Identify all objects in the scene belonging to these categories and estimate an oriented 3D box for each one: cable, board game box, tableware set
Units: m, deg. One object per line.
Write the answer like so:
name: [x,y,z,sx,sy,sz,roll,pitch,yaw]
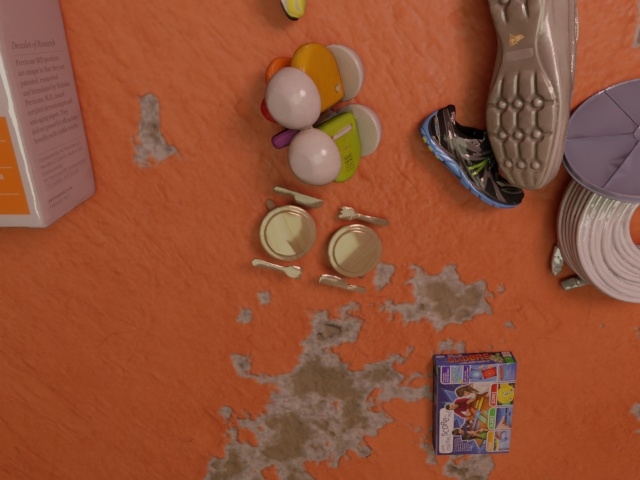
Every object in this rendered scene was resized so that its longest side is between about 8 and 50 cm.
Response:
cable: [0.476,-0.033,0.734,0.257,0.089,0.257,-7,113,5]
board game box: [0.270,0.293,0.910,0.136,0.035,0.201,-3,113,3]
tableware set: [0.000,0.000,0.793,0.194,0.039,0.128,16,101,-11]

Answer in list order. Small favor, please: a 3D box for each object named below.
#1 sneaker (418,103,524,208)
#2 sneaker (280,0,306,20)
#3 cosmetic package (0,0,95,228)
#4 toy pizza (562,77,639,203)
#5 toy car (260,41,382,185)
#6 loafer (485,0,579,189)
sneaker: [0.224,-0.115,0.719,0.188,0.067,0.078,41,115,-11]
sneaker: [-0.003,-0.372,0.610,0.094,0.081,0.209,9,113,-5]
cosmetic package: [-0.459,-0.250,0.634,0.230,0.161,0.453,-1,113,2]
toy pizza: [0.417,-0.128,0.655,0.201,0.201,0.032,-26,142,12]
toy car: [-0.014,-0.161,0.680,0.136,0.159,0.182,-2,119,41]
loafer: [0.274,-0.225,0.642,0.111,0.112,0.320,-21,114,-34]
